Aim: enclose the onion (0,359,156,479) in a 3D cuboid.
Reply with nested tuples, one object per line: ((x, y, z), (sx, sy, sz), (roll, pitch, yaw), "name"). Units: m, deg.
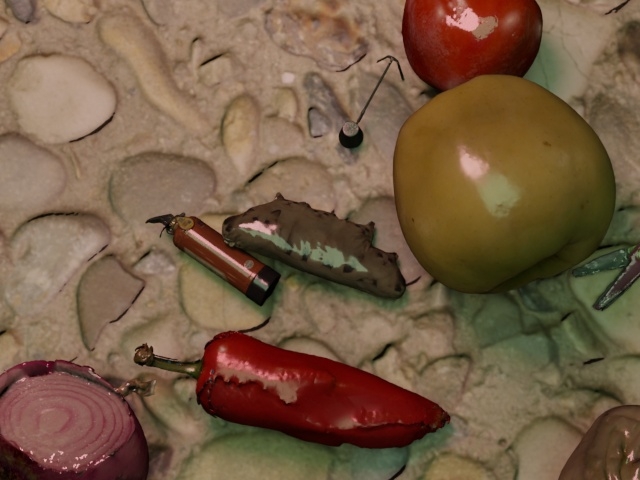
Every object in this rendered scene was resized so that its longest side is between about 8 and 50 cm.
((-0.304, 0.249, 1.377), (0.208, 0.200, 0.200), (12, 82, -5), "onion")

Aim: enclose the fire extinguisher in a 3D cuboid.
((-0.135, 0.015, 1.466), (0.177, 0.050, 0.062), (33, 39, 8), "fire extinguisher")

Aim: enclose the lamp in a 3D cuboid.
((0.061, -0.175, 1.485), (0.041, 0.054, 0.121), (31, 84, 7), "lamp")

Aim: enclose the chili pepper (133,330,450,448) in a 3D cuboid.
((-0.033, 0.182, 1.412), (0.388, 0.110, 0.110), (13, 82, 0), "chili pepper")

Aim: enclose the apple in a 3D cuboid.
((0.209, -0.060, 1.368), (0.263, 0.262, 0.262), (0, 81, 3), "apple")

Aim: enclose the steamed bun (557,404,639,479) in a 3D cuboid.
((0.415, 0.358, 1.294), (0.325, 0.219, 0.309), (7, 44, 0), "steamed bun")

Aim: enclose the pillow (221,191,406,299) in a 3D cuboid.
((-0.001, -0.001, 1.458), (0.241, 0.051, 0.093), (18, 66, -1), "pillow")

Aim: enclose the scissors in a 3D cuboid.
((0.405, 0.017, 1.453), (0.187, 0.020, 0.133), (-31, 85, -3), "scissors")

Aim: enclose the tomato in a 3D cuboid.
((0.179, -0.251, 1.436), (0.187, 0.187, 0.151), (25, 104, 7), "tomato")
